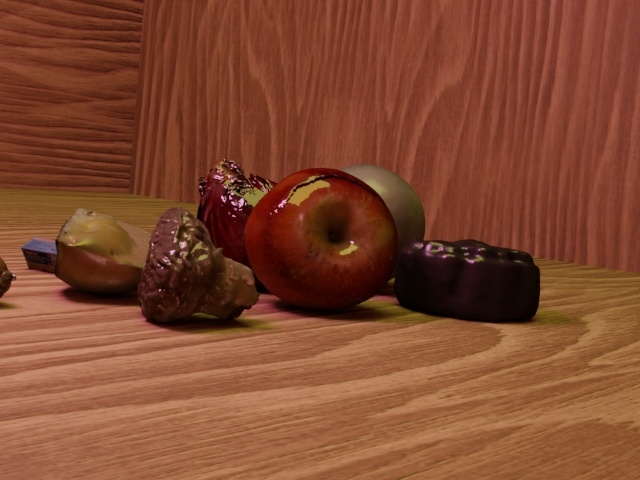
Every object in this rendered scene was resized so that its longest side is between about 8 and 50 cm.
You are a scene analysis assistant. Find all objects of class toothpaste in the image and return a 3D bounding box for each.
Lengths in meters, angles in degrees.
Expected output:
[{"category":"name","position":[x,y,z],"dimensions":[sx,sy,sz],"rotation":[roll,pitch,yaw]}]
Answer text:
[{"category":"toothpaste","position":[-0.470,0.044,1.883],"dimensions":[0.193,0.070,0.044],"rotation":[8,35,30]}]

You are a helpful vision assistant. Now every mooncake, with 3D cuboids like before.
[{"category":"mooncake","position":[0.280,0.067,1.924],"dimensions":[0.283,0.141,0.283],"rotation":[7,3,0]}]

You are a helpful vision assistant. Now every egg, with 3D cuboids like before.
[{"category":"egg","position":[0.090,-0.032,2.121],"dimensions":[0.258,0.259,0.352],"rotation":[4,-5,-13]}]

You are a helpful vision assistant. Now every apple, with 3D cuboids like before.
[{"category":"apple","position":[0.000,0.000,1.764],"dimensions":[0.271,0.252,0.206],"rotation":[-14,-3,-23]},{"category":"apple","position":[-0.355,0.036,1.713],"dimensions":[0.193,0.120,0.265],"rotation":[20,11,-10]}]

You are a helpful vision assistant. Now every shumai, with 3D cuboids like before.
[{"category":"shumai","position":[-0.182,0.051,1.540],"dimensions":[0.175,0.166,0.206],"rotation":[13,27,-18]}]

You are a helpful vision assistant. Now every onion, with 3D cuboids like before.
[{"category":"onion","position":[-0.123,-0.018,1.982],"dimensions":[0.221,0.281,0.281],"rotation":[-35,-5,13]}]

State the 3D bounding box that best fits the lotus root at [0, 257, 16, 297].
[{"category":"lotus root","position":[-0.538,0.055,1.500],"dimensions":[0.165,0.088,0.088],"rotation":[-4,4,4]}]
